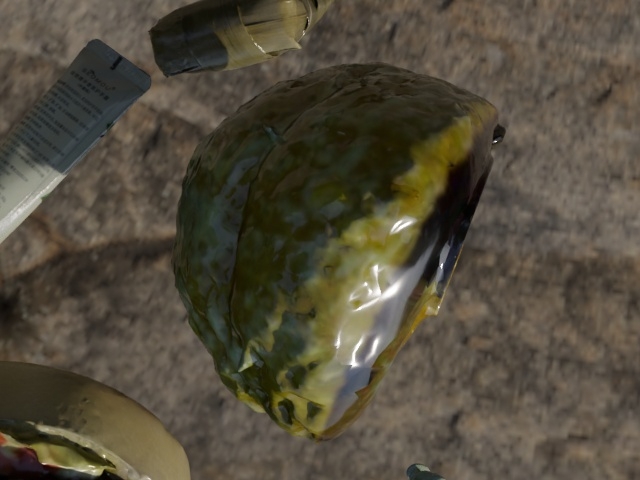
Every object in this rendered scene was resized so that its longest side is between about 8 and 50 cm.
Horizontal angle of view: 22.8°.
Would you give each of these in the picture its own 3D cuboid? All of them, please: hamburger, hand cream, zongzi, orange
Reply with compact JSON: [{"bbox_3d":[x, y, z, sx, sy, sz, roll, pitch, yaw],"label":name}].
[{"bbox_3d":[-0.244,0.228,1.263,0.300,0.176,0.300,3,143,2],"label":"hamburger"},{"bbox_3d":[-0.244,-0.071,1.352,0.080,0.234,0.050,36,169,24],"label":"hand cream"},{"bbox_3d":[-0.080,-0.219,1.600,0.160,0.176,0.079,-10,103,15],"label":"zongzi"},{"bbox_3d":[0.000,0.000,1.164,0.210,0.369,0.271,23,86,3],"label":"orange"}]

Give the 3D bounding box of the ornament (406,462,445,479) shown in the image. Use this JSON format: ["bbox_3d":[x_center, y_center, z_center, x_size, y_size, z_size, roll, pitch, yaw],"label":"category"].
[{"bbox_3d":[0.124,0.314,1.947,0.041,0.092,0.068,33,89,-14],"label":"ornament"}]
